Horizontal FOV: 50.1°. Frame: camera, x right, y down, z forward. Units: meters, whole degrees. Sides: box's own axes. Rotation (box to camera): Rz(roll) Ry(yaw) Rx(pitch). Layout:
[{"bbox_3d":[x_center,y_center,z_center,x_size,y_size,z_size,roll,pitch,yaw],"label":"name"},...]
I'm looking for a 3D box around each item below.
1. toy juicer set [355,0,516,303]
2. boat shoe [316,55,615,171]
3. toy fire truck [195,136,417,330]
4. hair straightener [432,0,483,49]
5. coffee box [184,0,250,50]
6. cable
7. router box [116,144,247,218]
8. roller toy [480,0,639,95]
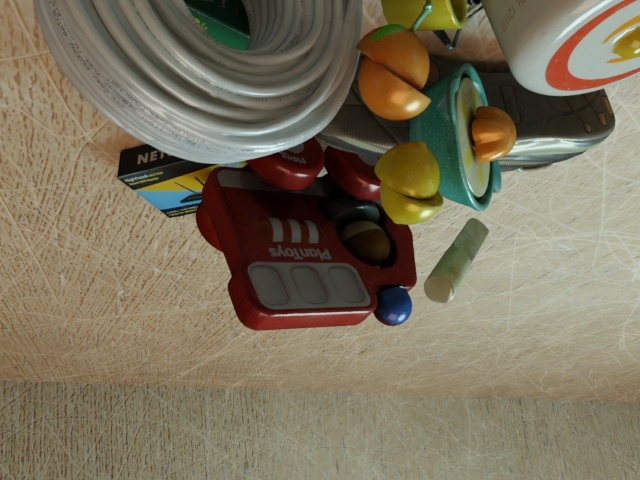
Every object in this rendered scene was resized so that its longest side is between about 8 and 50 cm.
[{"bbox_3d":[0.123,-0.068,0.604,0.089,0.209,0.329,-4,129,27],"label":"toy juicer set"},{"bbox_3d":[0.158,-0.125,0.802,0.355,0.132,0.130,2,155,-7],"label":"boat shoe"},{"bbox_3d":[0.000,0.000,0.850,0.302,0.254,0.169,5,140,-39],"label":"toy fire truck"},{"bbox_3d":[0.128,-0.252,0.619,0.089,0.047,0.230,-7,155,10],"label":"hair straightener"},{"bbox_3d":[-0.118,-0.227,0.577,0.184,0.113,0.040,15,149,-36],"label":"coffee box"},{"bbox_3d":[-0.080,-0.185,0.503,0.257,0.257,0.089,10,165,-37],"label":"cable"},{"bbox_3d":[-0.166,-0.092,0.945,0.178,0.046,0.133,-11,153,19],"label":"router box"},{"bbox_3d":[0.233,-0.214,0.554,0.209,0.146,0.191,-23,162,20],"label":"roller toy"}]
